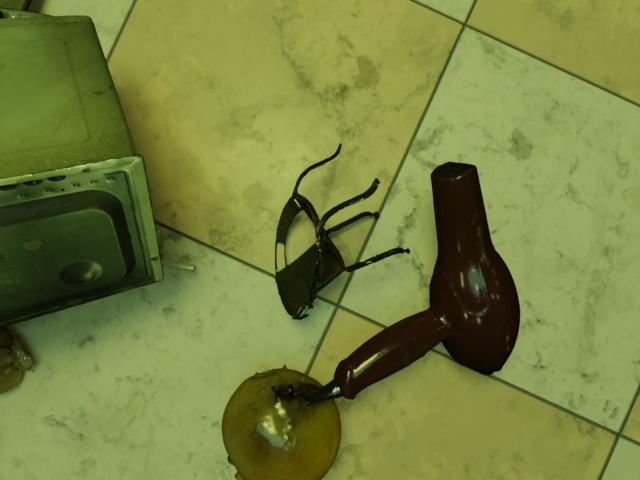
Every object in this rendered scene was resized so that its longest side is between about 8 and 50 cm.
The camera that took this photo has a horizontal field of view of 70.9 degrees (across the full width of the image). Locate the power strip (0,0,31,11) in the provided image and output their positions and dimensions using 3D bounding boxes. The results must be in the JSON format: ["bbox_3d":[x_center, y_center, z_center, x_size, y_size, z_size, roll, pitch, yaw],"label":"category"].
[{"bbox_3d":[-0.568,-0.318,0.673,0.256,0.092,0.252,10,81,0],"label":"power strip"}]

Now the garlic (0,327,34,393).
[{"bbox_3d":[-0.502,0.180,0.674,0.074,0.094,0.113,-14,96,39],"label":"garlic"}]

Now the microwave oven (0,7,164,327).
[{"bbox_3d":[-0.420,-0.063,0.506,0.393,0.247,0.333,-16,58,-23],"label":"microwave oven"}]

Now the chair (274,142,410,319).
[{"bbox_3d":[0.000,0.000,0.639,0.213,0.174,0.149,-37,130,3],"label":"chair"}]

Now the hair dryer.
[{"bbox_3d":[0.110,0.096,0.605,0.340,0.123,0.313,-27,114,-13],"label":"hair dryer"}]

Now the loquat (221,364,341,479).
[{"bbox_3d":[-0.059,0.279,0.645,0.172,0.149,0.205,18,106,-1],"label":"loquat"}]

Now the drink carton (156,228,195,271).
[{"bbox_3d":[-0.292,0.021,0.676,0.199,0.084,0.075,-6,99,-2],"label":"drink carton"}]
